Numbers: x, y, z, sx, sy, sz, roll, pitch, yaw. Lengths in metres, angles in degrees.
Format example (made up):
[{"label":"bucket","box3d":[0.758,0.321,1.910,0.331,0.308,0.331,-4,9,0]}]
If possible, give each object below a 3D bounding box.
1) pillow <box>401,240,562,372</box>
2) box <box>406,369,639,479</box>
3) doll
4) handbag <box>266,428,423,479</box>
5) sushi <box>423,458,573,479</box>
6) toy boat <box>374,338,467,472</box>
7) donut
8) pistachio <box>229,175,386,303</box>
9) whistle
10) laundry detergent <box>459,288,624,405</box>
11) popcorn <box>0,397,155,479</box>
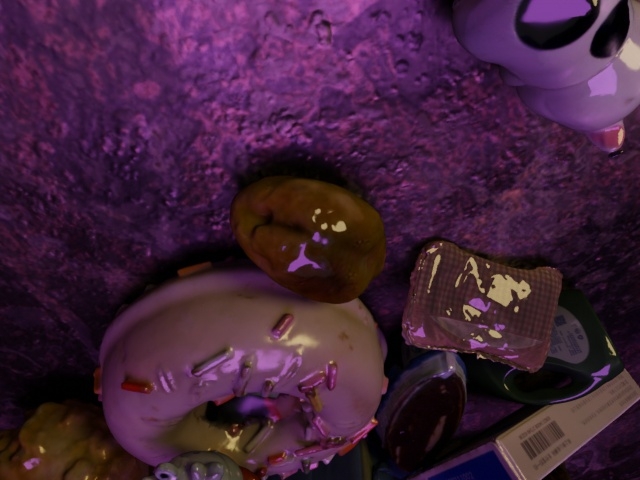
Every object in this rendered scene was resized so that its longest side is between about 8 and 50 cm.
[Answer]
[{"label":"pillow","box3d":[0.200,0.082,0.556,0.210,0.034,0.136,13,90,-13]},{"label":"box","box3d":[0.312,0.292,0.679,0.343,0.065,0.200,-8,148,-36]},{"label":"doll","box3d":[0.185,-0.157,0.346,0.180,0.107,0.110,27,101,-36]},{"label":"handbag","box3d":[0.047,0.433,0.732,0.222,0.263,0.241,-25,134,22]},{"label":"sushi","box3d":[0.345,0.566,0.879,0.293,0.300,0.282,-7,132,-1]},{"label":"toy boat","box3d":[0.136,0.222,0.649,0.114,0.115,0.262,6,121,-6]},{"label":"donut","box3d":[-0.094,0.191,0.583,0.381,0.143,0.383,-4,132,-5]},{"label":"pistachio","box3d":[0.003,-0.002,0.455,0.189,0.100,0.110,30,114,-29]},{"label":"whistle","box3d":[-0.112,0.313,0.525,0.101,0.106,0.253,0,133,34]},{"label":"laundry detergent","box3d":[0.277,0.160,0.619,0.210,0.138,0.063,-29,151,20]},{"label":"popcorn","box3d":[-0.327,0.334,0.640,0.266,0.192,0.233,39,114,-14]}]
